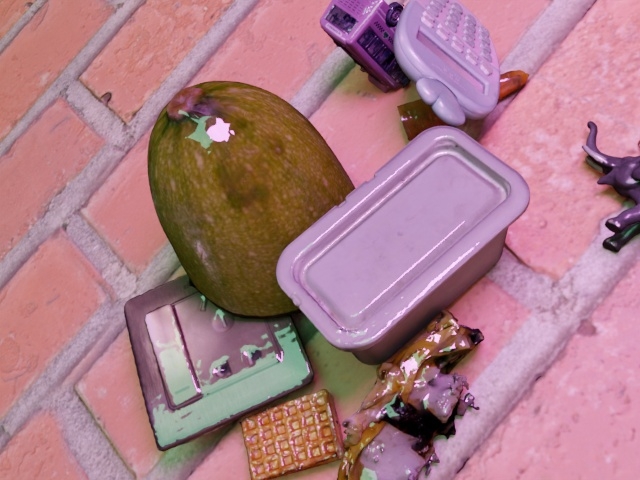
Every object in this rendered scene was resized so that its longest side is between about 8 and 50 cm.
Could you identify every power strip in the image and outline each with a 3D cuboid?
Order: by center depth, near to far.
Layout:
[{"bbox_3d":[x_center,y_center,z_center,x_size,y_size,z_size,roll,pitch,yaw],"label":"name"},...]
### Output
[{"bbox_3d":[-0.162,0.162,0.937,0.251,0.092,0.257,-21,63,-5],"label":"power strip"}]

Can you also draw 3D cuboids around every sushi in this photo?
[{"bbox_3d":[0.116,0.225,0.779,0.131,0.139,0.291,36,85,22],"label":"sushi"}]

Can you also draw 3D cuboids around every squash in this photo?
[{"bbox_3d":[-0.089,-0.085,0.831,0.310,0.309,0.310,-2,62,4],"label":"squash"}]

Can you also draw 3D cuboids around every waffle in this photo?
[{"bbox_3d":[-0.040,0.286,0.871,0.148,0.042,0.102,-22,62,14],"label":"waffle"}]

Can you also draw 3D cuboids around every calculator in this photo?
[{"bbox_3d":[0.186,-0.267,0.868,0.042,0.184,0.295,-40,21,45],"label":"calculator"}]

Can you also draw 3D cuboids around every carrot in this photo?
[{"bbox_3d":[0.229,-0.223,0.950,0.210,0.061,0.061,-20,64,9],"label":"carrot"}]

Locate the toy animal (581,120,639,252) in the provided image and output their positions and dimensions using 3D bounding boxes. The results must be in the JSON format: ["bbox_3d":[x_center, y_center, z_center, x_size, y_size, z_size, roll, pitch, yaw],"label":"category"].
[{"bbox_3d":[0.428,-0.049,0.785,0.137,0.082,0.269,-47,56,-3],"label":"toy animal"}]

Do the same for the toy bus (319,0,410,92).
[{"bbox_3d":[0.092,-0.326,0.968,0.108,0.199,0.096,-51,59,11],"label":"toy bus"}]

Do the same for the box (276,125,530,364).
[{"bbox_3d":[0.115,0.026,0.804,0.312,0.182,0.175,-40,59,-9],"label":"box"}]
